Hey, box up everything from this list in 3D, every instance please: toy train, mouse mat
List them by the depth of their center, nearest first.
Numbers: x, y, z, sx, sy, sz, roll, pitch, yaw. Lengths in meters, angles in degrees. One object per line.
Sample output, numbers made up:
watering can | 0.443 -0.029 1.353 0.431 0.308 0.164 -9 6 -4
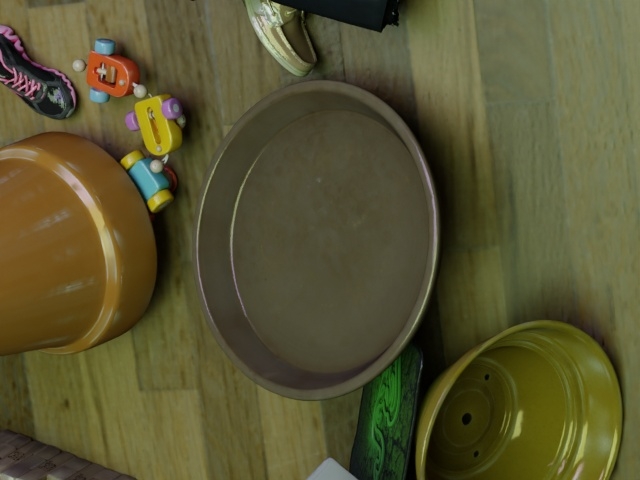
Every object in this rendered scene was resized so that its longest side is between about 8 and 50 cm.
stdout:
mouse mat | 0.055 0.161 1.544 0.007 0.152 0.190 5 105 -15
toy train | -0.173 -0.099 1.628 0.125 0.046 0.166 18 113 32

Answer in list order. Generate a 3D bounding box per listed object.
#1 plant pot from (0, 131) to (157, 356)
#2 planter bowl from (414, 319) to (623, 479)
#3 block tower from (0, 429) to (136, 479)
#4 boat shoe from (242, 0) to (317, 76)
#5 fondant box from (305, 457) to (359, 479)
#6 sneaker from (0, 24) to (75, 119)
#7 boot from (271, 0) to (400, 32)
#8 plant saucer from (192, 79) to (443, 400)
plant pot | -0.285 0.021 1.594 0.205 0.188 0.205 13 113 33
planter bowl | 0.148 0.163 1.502 0.090 0.217 0.217 21 113 55
block tower | -0.357 0.231 1.747 0.335 0.097 0.091 19 107 19
boat shoe | -0.038 -0.208 1.542 0.045 0.050 0.135 -30 89 30
fondant box | 0.025 0.365 1.542 0.238 0.096 0.330 39 141 10
sneaker | -0.283 -0.153 1.651 0.119 0.057 0.047 40 111 8
boot | -0.013 -0.305 1.492 0.207 0.094 0.246 8 82 2
plant saucer | 0.000 0.000 1.532 0.278 0.041 0.278 -3 85 40
